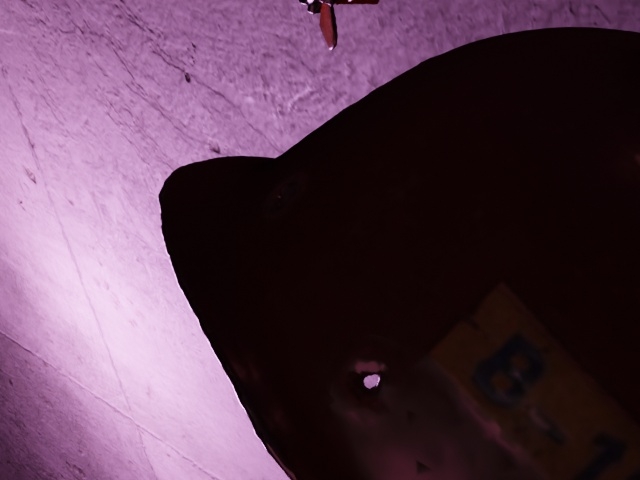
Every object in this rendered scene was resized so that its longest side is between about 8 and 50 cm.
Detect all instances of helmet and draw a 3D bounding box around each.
[{"bbox_3d":[0.140,0.023,0.535,0.385,0.337,0.230,47,114,7],"label":"helmet"}]

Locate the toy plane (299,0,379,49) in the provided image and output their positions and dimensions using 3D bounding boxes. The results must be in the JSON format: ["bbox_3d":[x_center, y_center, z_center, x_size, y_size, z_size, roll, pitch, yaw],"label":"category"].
[{"bbox_3d":[0.001,-0.219,0.704,0.130,0.061,0.189,-113,16,-53],"label":"toy plane"}]
